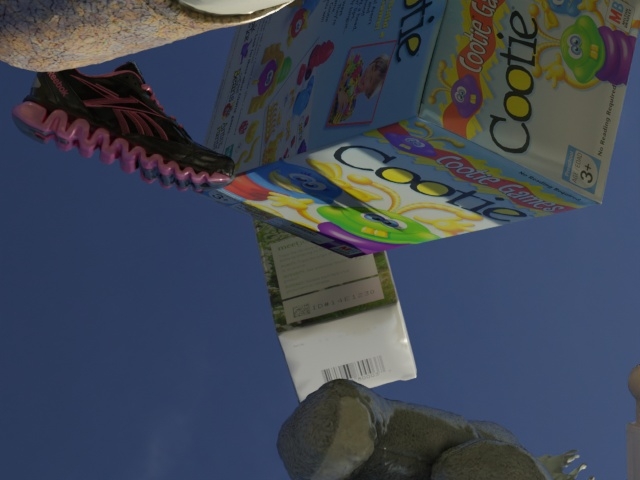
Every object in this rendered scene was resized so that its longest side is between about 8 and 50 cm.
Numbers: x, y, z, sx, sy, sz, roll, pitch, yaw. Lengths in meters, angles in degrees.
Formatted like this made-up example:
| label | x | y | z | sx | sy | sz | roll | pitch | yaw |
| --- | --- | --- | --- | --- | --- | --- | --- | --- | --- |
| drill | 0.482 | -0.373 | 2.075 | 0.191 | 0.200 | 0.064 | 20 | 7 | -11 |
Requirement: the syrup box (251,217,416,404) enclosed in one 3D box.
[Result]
| label | x | y | z | sx | sy | sz | roll | pitch | yaw |
| --- | --- | --- | --- | --- | --- | --- | --- | --- | --- |
| syrup box | 0.000 | 0.000 | 1.452 | 0.096 | 0.093 | 0.237 | 74 | -178 | -47 |

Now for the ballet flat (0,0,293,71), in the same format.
| label | x | y | z | sx | sy | sz | roll | pitch | yaw |
| --- | --- | --- | --- | --- | --- | --- | --- | --- | --- |
| ballet flat | 0.015 | -0.156 | 0.652 | 0.316 | 0.106 | 0.107 | -40 | -49 | -3 |

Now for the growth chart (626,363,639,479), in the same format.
| label | x | y | z | sx | sy | sz | roll | pitch | yaw |
| --- | --- | --- | --- | --- | --- | --- | --- | --- | --- |
| growth chart | 0.159 | 0.136 | 0.655 | 0.021 | 0.237 | 0.172 | -1 | -81 | -17 |

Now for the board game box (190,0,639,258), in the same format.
| label | x | y | z | sx | sy | sz | roll | pitch | yaw |
| --- | --- | --- | --- | --- | --- | --- | --- | --- | --- |
| board game box | 0.056 | -0.091 | 1.222 | 0.142 | 0.275 | 0.144 | 23 | -108 | -27 |

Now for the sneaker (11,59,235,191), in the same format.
| label | x | y | z | sx | sy | sz | roll | pitch | yaw |
| --- | --- | --- | --- | --- | --- | --- | --- | --- | --- |
| sneaker | -0.096 | -0.064 | 0.976 | 0.119 | 0.047 | 0.057 | 21 | -104 | -10 |

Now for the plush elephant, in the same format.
| label | x | y | z | sx | sy | sz | roll | pitch | yaw |
| --- | --- | --- | --- | --- | --- | --- | --- | --- | --- |
| plush elephant | 0.089 | 0.263 | 1.250 | 0.330 | 0.272 | 0.255 | 5 | -126 | -37 |
